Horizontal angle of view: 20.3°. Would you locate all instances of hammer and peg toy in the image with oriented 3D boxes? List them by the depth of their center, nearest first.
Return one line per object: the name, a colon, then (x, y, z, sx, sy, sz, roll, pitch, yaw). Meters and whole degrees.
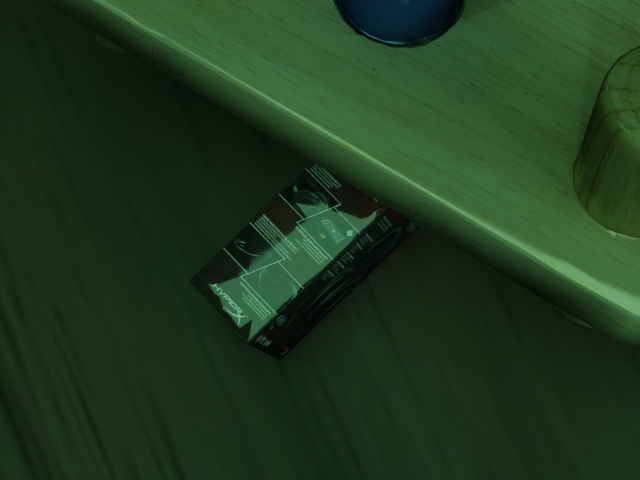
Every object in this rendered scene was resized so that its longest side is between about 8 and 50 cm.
hammer and peg toy: (0.013, -0.146, 0.579, 0.361, 0.127, 0.266, 30, 68, 12)

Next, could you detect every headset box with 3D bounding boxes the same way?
headset box: (0.000, 0.000, 0.622, 0.083, 0.062, 0.032, -43, 77, 0)
